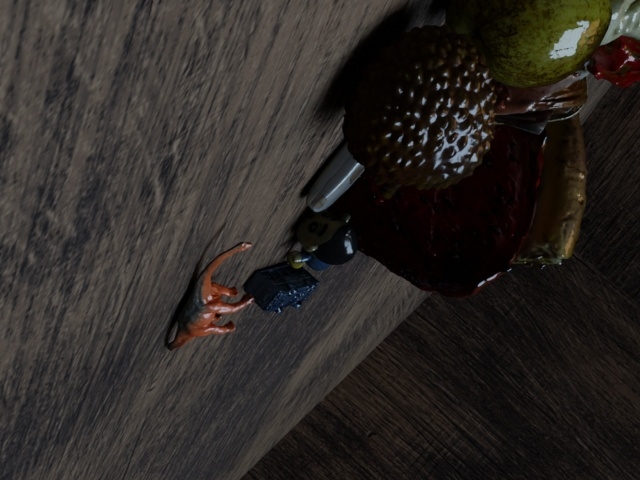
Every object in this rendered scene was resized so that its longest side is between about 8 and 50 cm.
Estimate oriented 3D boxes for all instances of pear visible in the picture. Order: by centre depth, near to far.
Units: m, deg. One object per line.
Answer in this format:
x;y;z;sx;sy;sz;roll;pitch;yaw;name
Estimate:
0.252;-0.286;1.583;0.197;0.197;0.197;-46;169;-11;pear

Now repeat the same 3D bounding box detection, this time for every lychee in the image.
0.119;-0.146;1.532;0.200;0.200;0.238;-34;150;-53;lychee

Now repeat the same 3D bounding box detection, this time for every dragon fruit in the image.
0.218;-0.056;1.948;0.329;0.286;0.228;-40;162;-26;dragon fruit
0.548;-0.374;2.278;0.205;0.268;0.210;-46;140;2;dragon fruit

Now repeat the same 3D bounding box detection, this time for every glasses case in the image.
0.040;-0.106;1.745;0.164;0.041;0.063;-50;169;7;glasses case

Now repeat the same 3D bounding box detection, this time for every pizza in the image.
0.292;-0.153;2.073;0.080;0.435;0.391;36;74;-40;pizza

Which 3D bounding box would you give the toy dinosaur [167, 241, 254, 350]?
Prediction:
-0.139;0.079;1.646;0.101;0.055;0.279;-6;145;-40;toy dinosaur

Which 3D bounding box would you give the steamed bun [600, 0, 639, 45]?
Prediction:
0.463;-0.438;1.774;0.347;0.237;0.394;-31;147;11;steamed bun

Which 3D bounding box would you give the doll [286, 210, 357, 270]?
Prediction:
0.000;0.000;1.883;0.102;0.089;0.179;-43;-168;-26;doll

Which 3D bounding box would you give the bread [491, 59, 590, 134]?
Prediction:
0.276;-0.220;1.803;0.224;0.142;0.212;-6;-172;-7;bread

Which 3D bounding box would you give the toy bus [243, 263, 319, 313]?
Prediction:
-0.057;0.070;1.926;0.047;0.065;0.166;-52;167;15;toy bus
